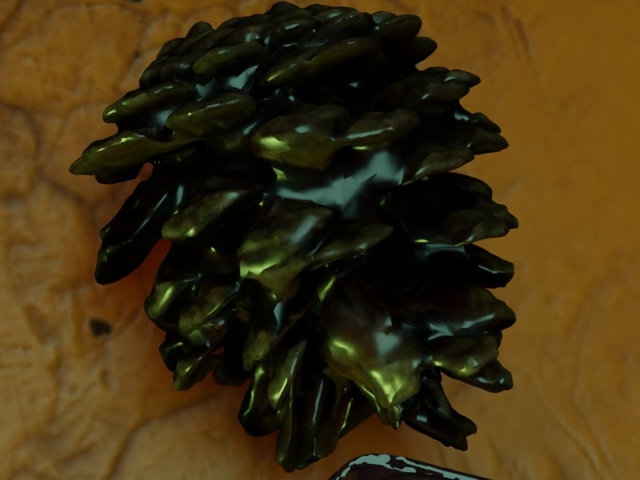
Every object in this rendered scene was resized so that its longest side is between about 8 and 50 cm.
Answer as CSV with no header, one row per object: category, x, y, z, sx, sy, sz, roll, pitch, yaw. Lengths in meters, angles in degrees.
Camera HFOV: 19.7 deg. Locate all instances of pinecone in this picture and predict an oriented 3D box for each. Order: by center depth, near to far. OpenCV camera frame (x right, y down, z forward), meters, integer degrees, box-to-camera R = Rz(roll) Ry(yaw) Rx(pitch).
pinecone,-0.005,-0.002,0.802,0.184,0.179,0.205,-8,89,9

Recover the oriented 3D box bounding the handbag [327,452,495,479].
handbag,0.076,0.211,0.766,0.203,0.074,0.216,17,87,-6
